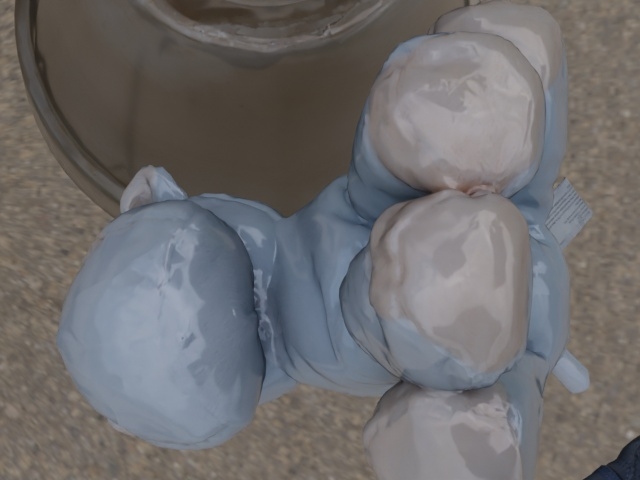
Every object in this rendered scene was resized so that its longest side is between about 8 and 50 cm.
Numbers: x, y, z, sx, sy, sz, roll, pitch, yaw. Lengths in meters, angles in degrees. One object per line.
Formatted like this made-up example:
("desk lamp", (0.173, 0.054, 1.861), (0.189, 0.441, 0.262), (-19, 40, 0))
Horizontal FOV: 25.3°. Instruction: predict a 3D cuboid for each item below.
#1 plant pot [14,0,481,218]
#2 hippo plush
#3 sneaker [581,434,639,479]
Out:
("plant pot", (-0.038, -0.163, 0.885), (0.323, 0.280, 0.323), (1, 81, -5))
("hippo plush", (0.000, 0.000, 0.708), (0.237, 0.294, 0.234), (2, 102, 17))
("sneaker", (0.163, 0.163, 0.483), (0.163, 0.086, 0.226), (-30, 80, -13))
